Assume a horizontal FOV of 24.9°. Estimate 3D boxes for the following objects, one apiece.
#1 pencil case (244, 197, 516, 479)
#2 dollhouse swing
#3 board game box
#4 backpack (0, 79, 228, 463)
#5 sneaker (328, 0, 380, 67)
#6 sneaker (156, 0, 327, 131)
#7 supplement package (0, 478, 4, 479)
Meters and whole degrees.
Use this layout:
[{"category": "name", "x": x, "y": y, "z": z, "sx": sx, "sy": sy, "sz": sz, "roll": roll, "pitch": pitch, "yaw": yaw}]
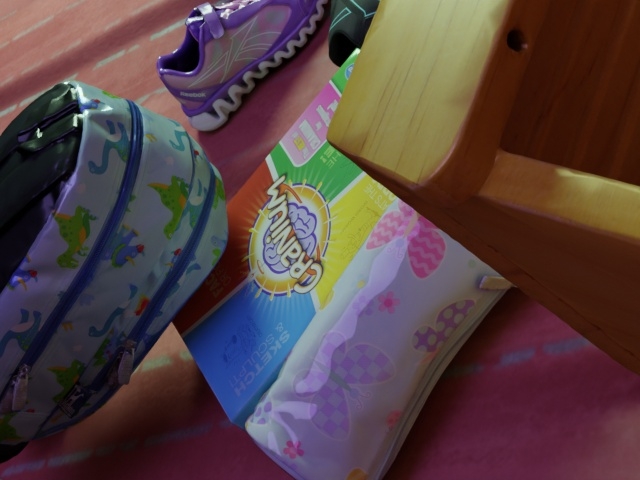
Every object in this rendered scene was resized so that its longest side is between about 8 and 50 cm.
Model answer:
[{"category": "pencil case", "x": 0.057, "y": 0.080, "z": 1.163, "sx": 0.124, "sy": 0.113, "sz": 0.273, "roll": 35, "pitch": 89, "yaw": 12}, {"category": "dollhouse swing", "x": 0.242, "y": -0.052, "z": 0.841, "sx": 0.305, "sy": 0.347, "sz": 0.315, "roll": -1, "pitch": 60, "yaw": 50}, {"category": "board game box", "x": 0.000, "y": 0.000, "z": 1.337, "sx": 0.316, "sy": 0.064, "sz": 0.242, "roll": -50, "pitch": 35, "yaw": 7}, {"category": "backpack", "x": -0.251, "y": 0.018, "z": 1.379, "sx": 0.290, "sy": 0.273, "sz": 0.355, "roll": -100, "pitch": 29, "yaw": -56}, {"category": "sneaker", "x": 0.093, "y": -0.223, "z": 1.402, "sx": 0.267, "sy": 0.101, "sz": 0.106, "roll": 1, "pitch": 70, "yaw": 61}, {"category": "sneaker", "x": -0.092, "y": -0.232, "z": 1.608, "sx": 0.236, "sy": 0.104, "sz": 0.095, "roll": -45, "pitch": 34, "yaw": 12}, {"category": "supplement package", "x": -0.338, "y": 0.301, "z": 1.330, "sx": 0.134, "sy": 0.244, "sz": 0.139, "roll": -35, "pitch": 40, "yaw": 27}]
